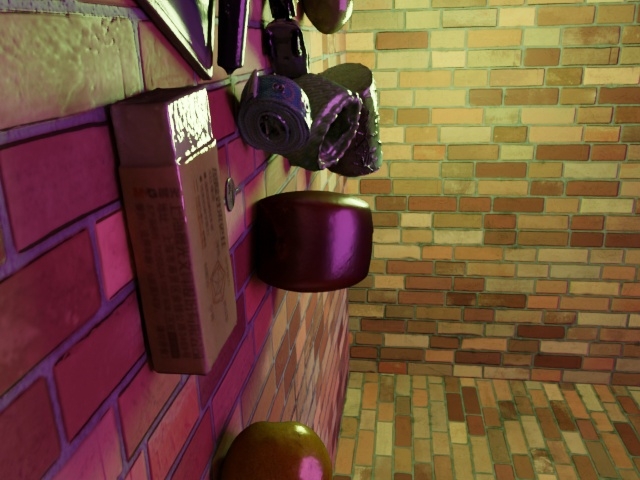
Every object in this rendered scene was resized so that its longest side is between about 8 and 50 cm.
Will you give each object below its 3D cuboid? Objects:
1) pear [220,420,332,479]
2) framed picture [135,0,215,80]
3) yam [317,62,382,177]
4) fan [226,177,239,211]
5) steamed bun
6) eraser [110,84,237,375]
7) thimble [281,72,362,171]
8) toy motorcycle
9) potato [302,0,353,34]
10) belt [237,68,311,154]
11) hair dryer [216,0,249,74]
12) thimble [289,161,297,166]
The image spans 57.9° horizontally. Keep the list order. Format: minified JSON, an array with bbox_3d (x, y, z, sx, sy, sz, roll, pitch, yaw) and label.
[{"bbox_3d":[-0.081,0.431,1.038,0.209,0.209,0.208,1,90,-82],"label":"pear"},{"bbox_3d":[-0.190,-0.366,0.764,0.289,0.016,0.213,43,49,-80],"label":"framed picture"},{"bbox_3d":[0.090,-0.402,1.955,0.348,0.241,0.240,81,13,-47],"label":"yam"},{"bbox_3d":[-0.162,-0.093,1.060,0.080,0.003,0.060,-80,169,-45],"label":"fan"},{"bbox_3d":[0.000,0.000,1.364,0.379,0.249,0.234,-18,109,-83],"label":"steamed bun"},{"bbox_3d":[-0.174,-0.010,0.722,0.144,0.078,0.343,-71,160,-67],"label":"eraser"},{"bbox_3d":[-0.010,-0.275,1.356,0.219,0.150,0.219,-50,160,-26],"label":"thimble"},{"bbox_3d":[-0.072,-0.451,1.357,0.263,0.091,0.157,76,14,-66],"label":"toy motorcycle"},{"bbox_3d":[0.019,-0.739,1.748,0.178,0.160,0.234,-21,-101,57],"label":"potato"},{"bbox_3d":[-0.087,-0.240,1.102,0.163,0.148,0.082,134,-38,-58],"label":"belt"},{"bbox_3d":[-0.131,-0.381,0.811,0.244,0.116,0.302,-67,163,-65],"label":"hair dryer"},{"bbox_3d":[-0.054,-0.256,1.608,0.110,0.062,0.084,81,14,-53],"label":"thimble"}]
